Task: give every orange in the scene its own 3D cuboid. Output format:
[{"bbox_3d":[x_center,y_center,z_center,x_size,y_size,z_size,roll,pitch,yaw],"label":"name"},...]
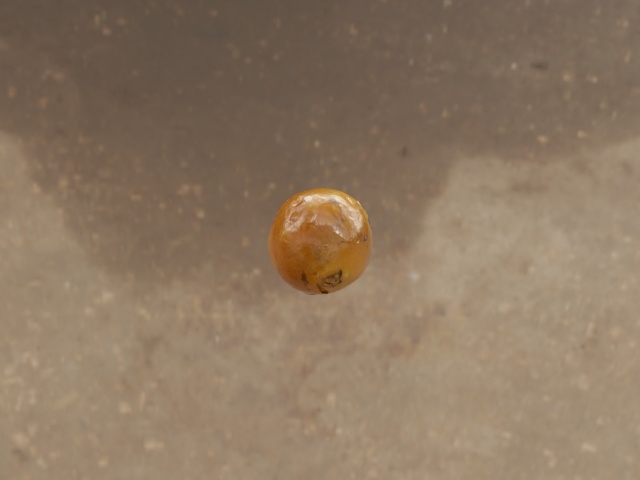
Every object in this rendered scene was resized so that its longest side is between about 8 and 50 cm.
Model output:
[{"bbox_3d":[-0.001,0.000,1.128,0.083,0.083,0.083,3,48,-3],"label":"orange"}]
